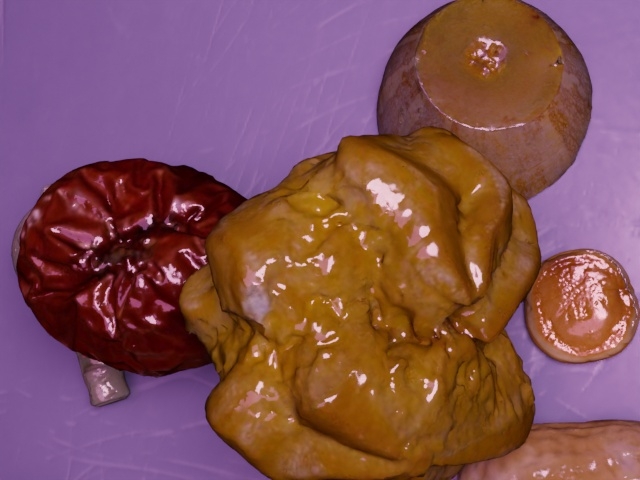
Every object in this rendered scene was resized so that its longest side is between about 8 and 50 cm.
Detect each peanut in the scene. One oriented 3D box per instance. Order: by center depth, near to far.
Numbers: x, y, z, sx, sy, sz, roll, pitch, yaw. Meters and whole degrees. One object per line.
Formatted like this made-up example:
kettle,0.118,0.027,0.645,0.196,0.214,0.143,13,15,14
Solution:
peanut,0.231,0.221,0.786,0.225,0.129,0.129,-7,83,20

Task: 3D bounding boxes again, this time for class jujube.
jujube,-0.167,0.029,0.905,0.232,0.213,0.212,17,92,16

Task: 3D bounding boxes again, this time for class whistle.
whistle,-0.269,0.058,1.026,0.126,0.067,0.257,-19,83,6

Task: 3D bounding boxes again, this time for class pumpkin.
pumpkin,0.145,-0.142,0.865,0.218,0.110,0.217,-4,79,18

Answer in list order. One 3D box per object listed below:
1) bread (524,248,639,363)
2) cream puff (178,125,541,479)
bread,0.241,0.062,0.848,0.110,0.024,0.110,-2,84,22
cream puff,0.071,0.054,0.747,0.270,0.323,0.274,47,119,26
